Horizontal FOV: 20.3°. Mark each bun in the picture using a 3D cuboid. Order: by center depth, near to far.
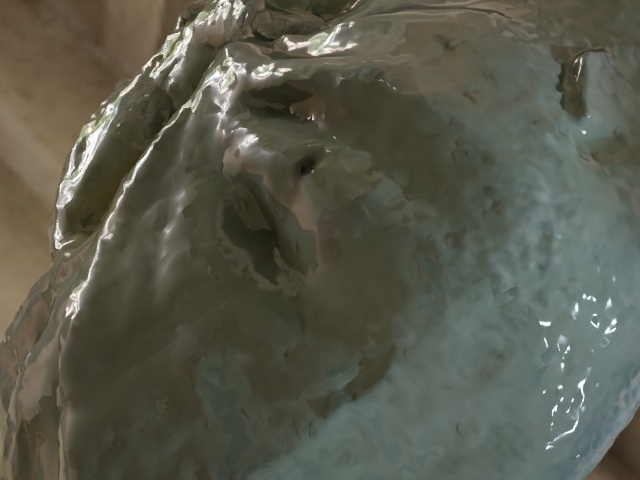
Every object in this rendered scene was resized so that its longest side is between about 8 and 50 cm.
[{"bbox_3d":[-0.002,-0.001,0.718,0.194,0.354,0.354,40,-37,-19],"label":"bun"}]
